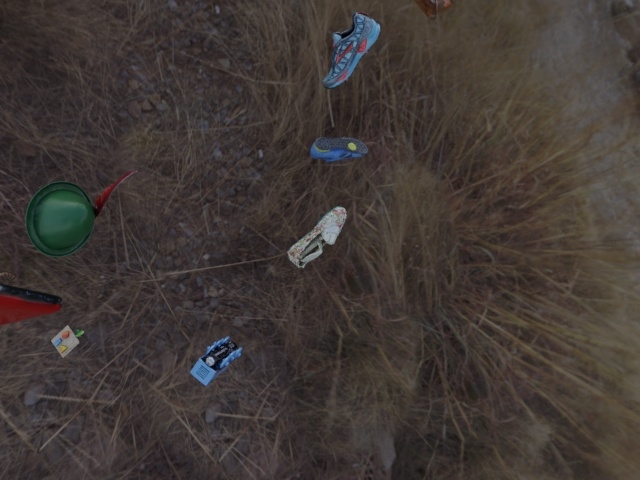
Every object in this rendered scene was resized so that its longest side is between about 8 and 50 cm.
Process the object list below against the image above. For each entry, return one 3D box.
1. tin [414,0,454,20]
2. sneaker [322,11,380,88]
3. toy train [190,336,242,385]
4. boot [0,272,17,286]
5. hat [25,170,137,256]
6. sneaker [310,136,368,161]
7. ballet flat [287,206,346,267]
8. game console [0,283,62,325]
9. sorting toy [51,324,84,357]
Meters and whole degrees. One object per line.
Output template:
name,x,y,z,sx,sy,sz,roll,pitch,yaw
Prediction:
tin,0.158,-0.433,0.649,0.040,0.106,0.190,-28,56,14
sneaker,0.074,-0.638,1.364,0.125,0.104,0.262,27,116,-29
toy train,-0.307,0.356,1.222,0.080,0.184,0.105,38,95,8
boot,-0.747,0.146,0.896,0.084,0.059,0.158,-4,52,17
hat,-0.534,-0.046,0.937,0.173,0.183,0.209,-51,146,-55
sneaker,0.065,-0.320,1.460,0.209,0.082,0.069,-2,64,-18
ballet flat,0.000,0.000,1.255,0.241,0.077,0.091,-43,141,19
game console,-0.283,0.014,0.289,0.144,0.124,0.085,-13,68,15
sorting toy,-0.633,0.244,1.023,0.083,0.012,0.062,-43,73,-1
